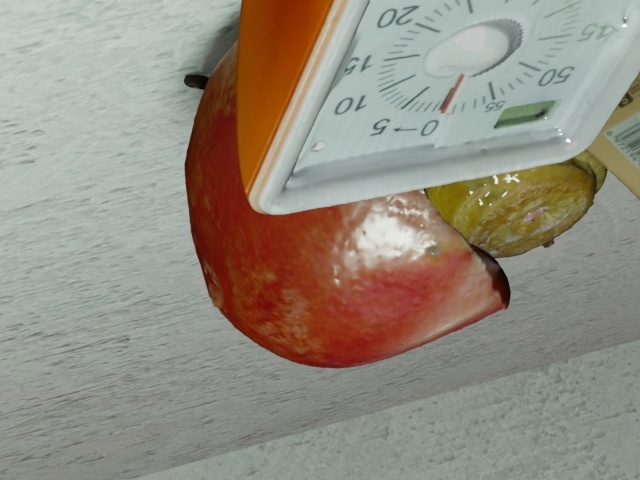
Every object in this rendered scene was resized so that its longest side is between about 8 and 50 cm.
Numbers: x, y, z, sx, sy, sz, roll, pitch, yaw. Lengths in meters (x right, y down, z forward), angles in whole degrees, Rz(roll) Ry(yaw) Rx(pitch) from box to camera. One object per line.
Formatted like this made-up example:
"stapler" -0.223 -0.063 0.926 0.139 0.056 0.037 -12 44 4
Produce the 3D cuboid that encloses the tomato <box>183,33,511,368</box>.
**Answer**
"tomato" -0.005 0.002 1.385 0.170 0.309 0.309 -44 164 2

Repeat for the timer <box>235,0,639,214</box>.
"timer" 0.080 -0.134 1.154 0.257 0.161 0.250 -11 136 -26

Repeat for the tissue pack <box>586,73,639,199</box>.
"tissue pack" 0.376 -0.165 1.525 0.239 0.238 0.305 -3 158 -47

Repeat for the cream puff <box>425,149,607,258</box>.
"cream puff" 0.171 -0.067 1.741 0.189 0.129 0.189 -16 156 -7
